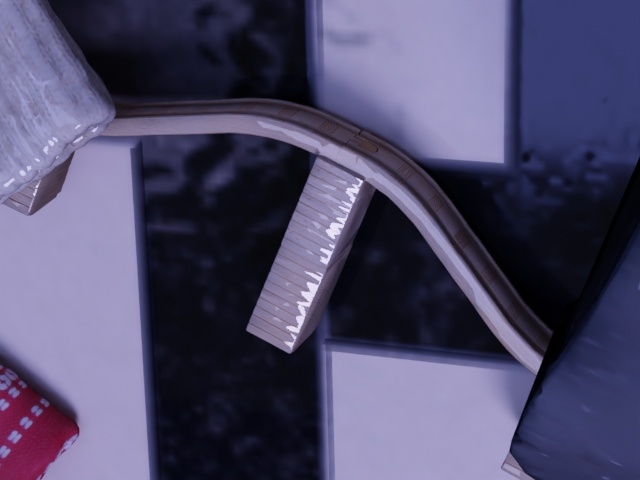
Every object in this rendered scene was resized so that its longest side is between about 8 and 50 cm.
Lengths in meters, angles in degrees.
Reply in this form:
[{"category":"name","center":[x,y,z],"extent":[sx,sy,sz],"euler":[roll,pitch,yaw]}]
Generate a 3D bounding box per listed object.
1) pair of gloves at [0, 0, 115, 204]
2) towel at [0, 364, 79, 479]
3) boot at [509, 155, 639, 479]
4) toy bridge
[{"category":"pair of gloves","center":[-0.195,-0.068,0.558],"extent":[0.240,0.042,0.204],"euler":[-25,84,19]},{"category":"towel","center":[-0.239,0.059,0.610],"extent":[0.275,0.031,0.199],"euler":[34,85,6]},{"category":"boot","center":[0.244,0.089,0.306],"extent":[0.445,0.367,0.146],"euler":[34,85,9]},{"category":"toy bridge","center":[0.000,0.000,0.544],"extent":[0.188,0.026,0.063],"euler":[27,114,10]}]
